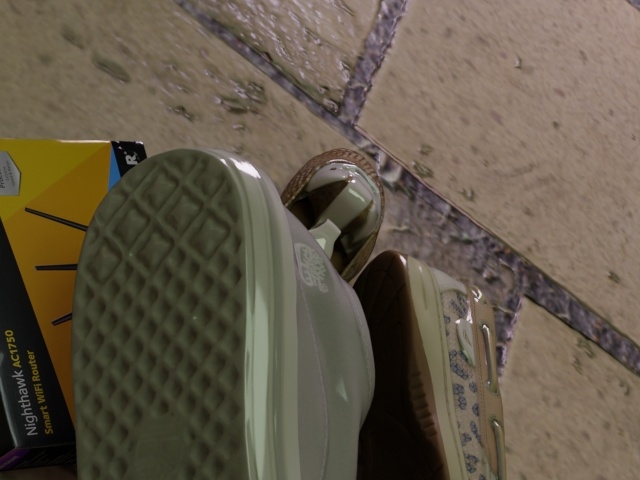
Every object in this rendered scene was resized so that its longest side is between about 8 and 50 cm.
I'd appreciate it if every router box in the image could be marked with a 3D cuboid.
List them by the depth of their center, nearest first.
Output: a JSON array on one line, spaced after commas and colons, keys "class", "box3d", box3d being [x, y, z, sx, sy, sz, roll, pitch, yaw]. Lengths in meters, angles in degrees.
[{"class": "router box", "box3d": [-0.138, 0.032, 1.002, 0.133, 0.046, 0.178, -2, 66, -40]}]

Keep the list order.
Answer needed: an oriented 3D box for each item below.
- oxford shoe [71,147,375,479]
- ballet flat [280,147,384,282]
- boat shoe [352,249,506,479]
[{"class": "oxford shoe", "box3d": [-0.049, 0.176, 0.884, 0.130, 0.169, 0.449, 31, 56, -52]}, {"class": "ballet flat", "box3d": [0.000, 0.000, 1.117, 0.073, 0.067, 0.206, 42, 45, -8]}, {"class": "boat shoe", "box3d": [0.077, 0.135, 1.067, 0.089, 0.104, 0.285, 15, 54, -28]}]
